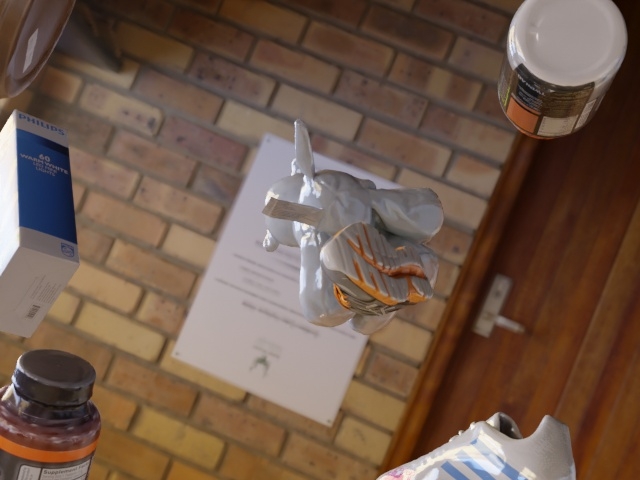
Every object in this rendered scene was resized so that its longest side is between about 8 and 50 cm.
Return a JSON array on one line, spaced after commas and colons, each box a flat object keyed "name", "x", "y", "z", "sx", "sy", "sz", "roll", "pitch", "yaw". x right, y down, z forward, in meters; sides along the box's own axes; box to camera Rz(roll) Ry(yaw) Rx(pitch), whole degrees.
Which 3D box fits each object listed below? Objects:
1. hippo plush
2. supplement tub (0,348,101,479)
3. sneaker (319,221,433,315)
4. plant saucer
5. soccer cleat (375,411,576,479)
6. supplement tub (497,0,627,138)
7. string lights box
[{"name": "hippo plush", "x": 0.000, "y": 0.000, "z": 1.345, "sx": 0.294, "sy": 0.234, "sz": 0.236, "roll": 23, "pitch": 172, "yaw": -27}, {"name": "supplement tub", "x": -0.262, "y": 0.201, "z": 0.873, "sx": 0.106, "sy": 0.198, "sz": 0.106, "roll": 17, "pitch": -166, "yaw": -4}, {"name": "sneaker", "x": 0.047, "y": 0.042, "z": 0.994, "sx": 0.083, "sy": 0.084, "sz": 0.215, "roll": -22, "pitch": 159, "yaw": 20}, {"name": "plant saucer", "x": -0.378, "y": -0.301, "z": 1.263, "sx": 0.041, "sy": 0.278, "sz": 0.278, "roll": 27, "pitch": 175, "yaw": -7}, {"name": "soccer cleat", "x": 0.215, "y": 0.320, "z": 1.352, "sx": 0.331, "sy": 0.143, "sz": 0.116, "roll": -16, "pitch": 144, "yaw": 42}, {"name": "supplement tub", "x": 0.250, "y": -0.180, "z": 1.015, "sx": 0.117, "sy": 0.117, "sz": 0.190, "roll": 22, "pitch": 171, "yaw": 10}, {"name": "string lights box", "x": -0.362, "y": -0.025, "z": 1.164, "sx": 0.076, "sy": 0.133, "sz": 0.260, "roll": 20, "pitch": -148, "yaw": -34}]
